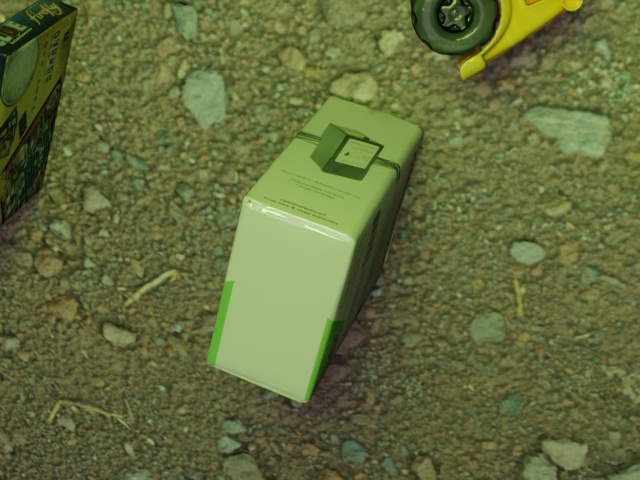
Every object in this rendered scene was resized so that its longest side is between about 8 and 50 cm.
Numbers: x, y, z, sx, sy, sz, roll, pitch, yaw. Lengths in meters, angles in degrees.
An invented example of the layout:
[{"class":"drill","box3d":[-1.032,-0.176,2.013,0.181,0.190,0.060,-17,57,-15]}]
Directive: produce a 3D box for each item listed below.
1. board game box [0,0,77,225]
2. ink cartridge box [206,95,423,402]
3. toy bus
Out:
[{"class":"board game box","box3d":[-0.341,-0.130,1.314,0.042,0.165,0.243,22,121,5]},{"class":"ink cartridge box","box3d":[0.000,0.000,1.218,0.115,0.273,0.198,20,121,9]},{"class":"toy bus","box3d":[0.158,-0.288,1.098,0.211,0.149,0.220,-27,105,14]}]
